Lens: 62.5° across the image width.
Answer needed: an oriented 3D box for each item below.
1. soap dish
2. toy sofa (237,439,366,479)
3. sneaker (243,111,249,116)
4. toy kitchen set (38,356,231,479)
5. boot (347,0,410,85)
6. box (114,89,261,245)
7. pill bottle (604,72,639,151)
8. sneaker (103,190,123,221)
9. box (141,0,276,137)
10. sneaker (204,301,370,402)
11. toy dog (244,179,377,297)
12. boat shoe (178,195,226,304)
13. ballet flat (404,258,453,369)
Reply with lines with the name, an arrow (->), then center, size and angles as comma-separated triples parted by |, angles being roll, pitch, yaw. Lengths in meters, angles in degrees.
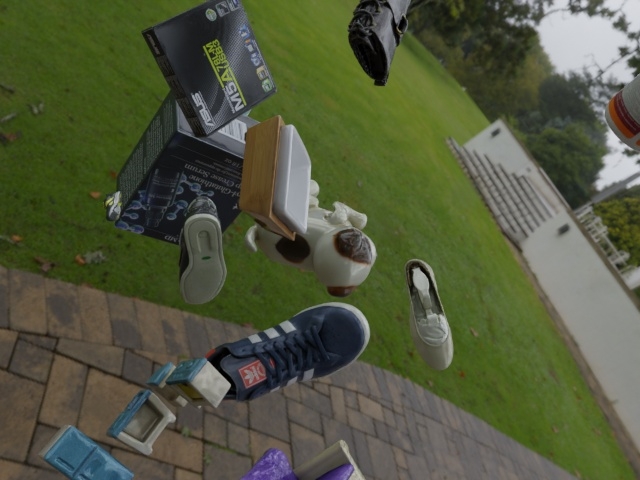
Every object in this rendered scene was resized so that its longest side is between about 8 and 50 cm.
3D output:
soap dish -> -0.103, -0.136, 1.264 | 0.291, 0.118, 0.228 | 54, 39, -77
toy sofa -> -0.061, 0.430, 0.828 | 0.177, 0.150, 0.362 | 56, 17, 13
sneaker -> -0.288, -0.450, 1.878 | 0.080, 0.094, 0.212 | 40, 51, -53
toy kitchen set -> -0.259, 0.254, 0.747 | 0.122, 0.166, 0.207 | 47, 53, -17
boot -> 0.093, -0.373, 0.731 | 0.228, 0.091, 0.263 | -68, 153, -15
box -> -0.367, -0.188, 1.506 | 0.294, 0.395, 0.211 | 19, 41, -35
pill bottle -> 0.578, -0.248, 0.834 | 0.121, 0.221, 0.121 | 9, 60, -16
sneaker -> -0.440, -0.069, 1.110 | 0.083, 0.035, 0.031 | -93, 178, -46
box -> -0.180, -0.302, 0.904 | 0.184, 0.045, 0.190 | -44, 124, -35
sneaker -> -0.081, 0.215, 0.935 | 0.131, 0.350, 0.148 | 66, 23, 4
toy dog -> 0.000, 0.000, 1.712 | 0.408, 0.284, 0.396 | 30, 23, 36
boat shoe -> -0.219, 0.026, 0.974 | 0.084, 0.233, 0.079 | -3, 42, -19
ballet flat -> 0.229, 0.152, 1.138 | 0.086, 0.086, 0.248 | 22, 49, -52
